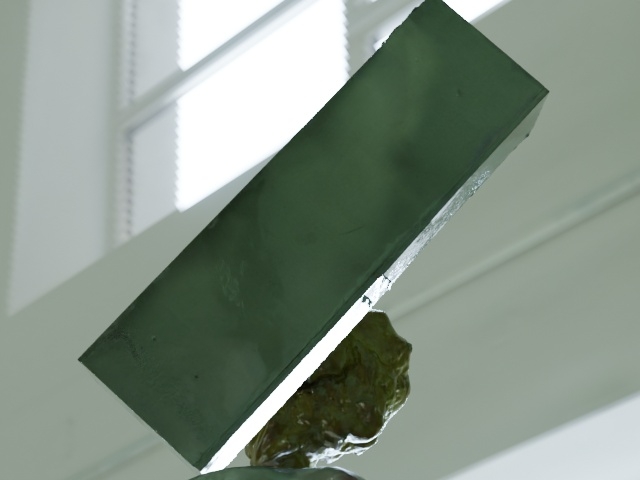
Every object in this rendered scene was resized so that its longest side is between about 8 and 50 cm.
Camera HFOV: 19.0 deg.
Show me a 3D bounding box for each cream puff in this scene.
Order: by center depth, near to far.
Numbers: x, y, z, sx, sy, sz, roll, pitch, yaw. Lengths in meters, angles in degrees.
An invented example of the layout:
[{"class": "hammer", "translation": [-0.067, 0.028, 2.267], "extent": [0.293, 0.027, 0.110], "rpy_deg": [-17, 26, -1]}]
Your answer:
[{"class": "cream puff", "translation": [-0.001, 0.122, 1.494], "extent": [0.146, 0.146, 0.116], "rpy_deg": [43, -153, -20]}]

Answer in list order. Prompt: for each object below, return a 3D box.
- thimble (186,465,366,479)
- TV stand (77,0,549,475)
[{"class": "thimble", "translation": [-0.012, 0.205, 0.834], "extent": [0.149, 0.185, 0.211], "rpy_deg": [82, 167, -73]}, {"class": "TV stand", "translation": [0.000, 0.000, 1.013], "extent": [0.088, 0.083, 0.269], "rpy_deg": [42, -99, 9]}]
